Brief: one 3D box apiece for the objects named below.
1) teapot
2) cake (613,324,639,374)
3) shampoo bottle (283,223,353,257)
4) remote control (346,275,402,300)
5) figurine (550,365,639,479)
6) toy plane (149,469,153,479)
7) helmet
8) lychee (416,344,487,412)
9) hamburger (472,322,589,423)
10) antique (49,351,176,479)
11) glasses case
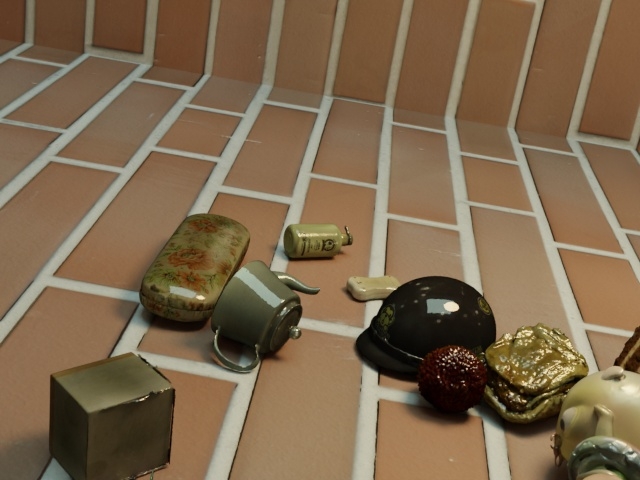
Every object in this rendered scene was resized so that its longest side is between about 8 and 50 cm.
[{"bbox_3d":[-0.104,0.148,1.868,0.149,0.162,0.239,31,54,19],"label":"teapot"},{"bbox_3d":[0.651,0.218,1.876,0.135,0.246,0.112,23,18,-19],"label":"cake"},{"bbox_3d":[0.000,0.000,2.312,0.162,0.079,0.079,-1,25,-25],"label":"shampoo bottle"},{"bbox_3d":[0.119,0.104,2.176,0.122,0.032,0.074,-1,25,-22],"label":"remote control"},{"bbox_3d":[0.465,0.355,1.517,0.274,0.226,0.394,-8,22,33],"label":"figurine"},{"bbox_3d":[-0.222,0.409,1.197,0.106,0.155,0.382,7,6,-4],"label":"toy plane"},{"bbox_3d":[0.216,0.153,1.943,0.279,0.160,0.230,1,26,-22],"label":"helmet"},{"bbox_3d":[0.230,0.243,1.786,0.123,0.123,0.129,-3,27,-27],"label":"lychee"},{"bbox_3d":[0.385,0.258,1.838,0.206,0.130,0.183,-19,37,-21],"label":"hamburger"},{"bbox_3d":[-0.314,0.263,1.497,0.152,0.147,0.148,-12,29,-40],"label":"antique"},{"bbox_3d":[-0.252,0.048,2.076,0.156,0.098,0.425,15,23,2],"label":"glasses case"}]
